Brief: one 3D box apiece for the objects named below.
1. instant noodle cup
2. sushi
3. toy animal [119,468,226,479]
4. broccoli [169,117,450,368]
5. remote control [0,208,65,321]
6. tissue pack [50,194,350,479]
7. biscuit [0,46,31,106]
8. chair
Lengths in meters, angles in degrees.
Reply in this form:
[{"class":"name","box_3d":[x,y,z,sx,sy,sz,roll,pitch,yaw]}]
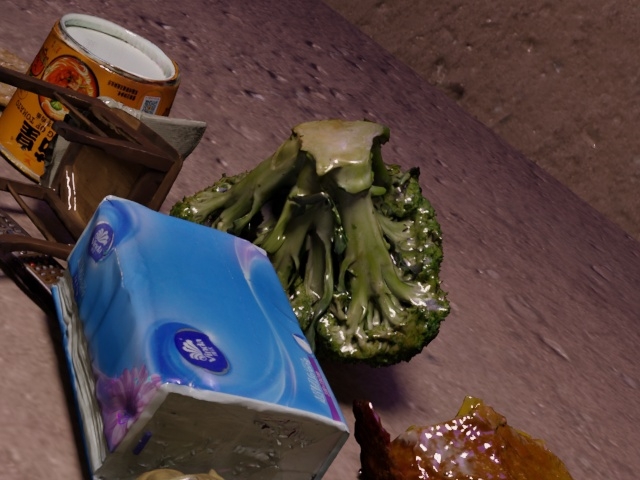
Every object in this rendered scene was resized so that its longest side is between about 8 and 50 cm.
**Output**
[{"class":"instant noodle cup","box_3d":[-0.283,-0.169,1.398,0.215,0.172,0.216,26,22,-11]},{"class":"sushi","box_3d":[0.134,0.232,1.052,0.296,0.167,0.179,7,39,-35]},{"class":"toy animal","box_3d":[-0.138,0.207,0.815,0.218,0.103,0.101,-4,10,-31]},{"class":"broccoli","box_3d":[0.000,0.000,1.248,0.321,0.283,0.304,-6,47,-14]},{"class":"remote control","box_3d":[-0.308,0.015,1.140,0.212,0.028,0.059,39,25,23]},{"class":"tissue pack","box_3d":[-0.114,0.104,0.999,0.198,0.146,0.263,19,28,-32]},{"class":"biscuit","box_3d":[-0.462,-0.237,1.517,0.220,0.033,0.220,28,19,-10]},{"class":"chair","box_3d":[-0.226,-0.065,1.217,0.319,0.160,0.186,15,20,-50]}]
